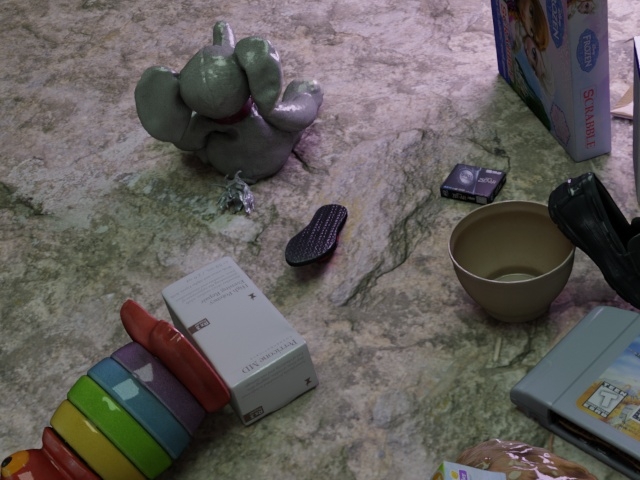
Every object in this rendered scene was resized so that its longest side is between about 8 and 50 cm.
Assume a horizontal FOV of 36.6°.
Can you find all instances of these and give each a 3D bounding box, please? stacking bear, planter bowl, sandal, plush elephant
[{"bbox_3d":[-0.262,0.237,1.156,0.289,0.164,0.175,-45,29,-17],"label":"stacking bear"},{"bbox_3d":[0.254,0.038,1.270,0.162,0.109,0.162,-9,40,8],"label":"planter bowl"},{"bbox_3d":[0.000,0.000,1.457,0.067,0.040,0.179,8,29,18],"label":"sandal"},{"bbox_3d":[-0.151,-0.237,1.606,0.272,0.255,0.330,-7,40,9],"label":"plush elephant"}]

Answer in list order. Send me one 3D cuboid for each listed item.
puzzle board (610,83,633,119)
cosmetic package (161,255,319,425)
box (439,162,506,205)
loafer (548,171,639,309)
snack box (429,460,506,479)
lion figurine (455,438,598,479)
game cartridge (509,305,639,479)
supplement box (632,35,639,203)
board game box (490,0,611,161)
[{"bbox_3d":[0.548,-0.216,1.563,0.128,0.011,0.096,19,48,33],"label":"puzzle board"},{"bbox_3d":[-0.112,0.128,1.296,0.117,0.085,0.231,-29,40,-17],"label":"cosmetic package"},{"bbox_3d":[0.236,-0.087,1.497,0.083,0.018,0.067,14,47,31],"label":"box"},{"bbox_3d":[0.375,0.007,1.197,0.078,0.223,0.076,-36,16,36],"label":"loafer"},{"bbox_3d":[0.106,0.331,0.878,0.070,0.207,0.174,15,42,-13],"label":"snack box"},{"bbox_3d":[0.223,0.347,0.875,0.240,0.142,0.392,10,36,7],"label":"lion figurine"},{"bbox_3d":[0.393,0.185,1.100,0.198,0.062,0.297,-41,46,-23],"label":"game cartridge"},{"bbox_3d":[0.499,-0.170,1.358,0.111,0.220,0.114,-2,39,13],"label":"supplement box"},{"bbox_3d":[0.353,-0.337,1.525,0.066,0.318,0.318,-19,39,-3],"label":"board game box"}]
